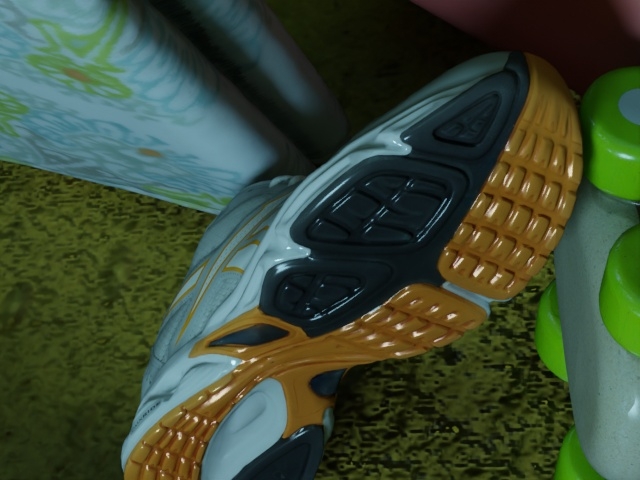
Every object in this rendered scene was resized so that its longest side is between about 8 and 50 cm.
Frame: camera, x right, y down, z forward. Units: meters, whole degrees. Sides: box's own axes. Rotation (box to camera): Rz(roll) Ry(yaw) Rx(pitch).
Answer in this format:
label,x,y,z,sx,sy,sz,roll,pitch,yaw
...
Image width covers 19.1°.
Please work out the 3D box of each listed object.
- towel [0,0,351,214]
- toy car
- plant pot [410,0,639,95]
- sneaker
label,x,y,z,sx,sy,sz,roll,pitch,yaw
towel,-0.179,-0.117,0.817,0.320,0.374,0.090,12,79,21
toy car,0.191,0.026,0.759,0.188,0.155,0.149,-1,51,-3
plant pot,0.133,-0.193,0.878,0.243,0.275,0.275,21,60,38
sneaker,0.000,0.000,0.780,0.262,0.099,0.121,-45,33,31
